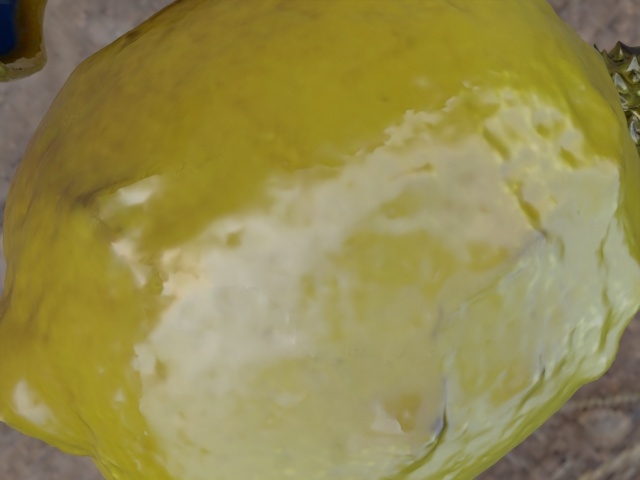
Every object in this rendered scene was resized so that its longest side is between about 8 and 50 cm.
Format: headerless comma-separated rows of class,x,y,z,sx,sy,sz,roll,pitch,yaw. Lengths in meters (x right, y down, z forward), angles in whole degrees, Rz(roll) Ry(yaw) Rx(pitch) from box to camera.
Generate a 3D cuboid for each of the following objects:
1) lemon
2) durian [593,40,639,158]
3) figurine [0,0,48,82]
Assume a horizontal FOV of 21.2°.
lemon,0.000,0.000,0.680,0.288,0.233,0.233,-29,149,-21
durian,0.203,-0.059,1.102,0.193,0.237,0.137,59,34,-68
figurine,-0.201,-0.337,1.088,0.268,0.401,0.387,-41,177,21
